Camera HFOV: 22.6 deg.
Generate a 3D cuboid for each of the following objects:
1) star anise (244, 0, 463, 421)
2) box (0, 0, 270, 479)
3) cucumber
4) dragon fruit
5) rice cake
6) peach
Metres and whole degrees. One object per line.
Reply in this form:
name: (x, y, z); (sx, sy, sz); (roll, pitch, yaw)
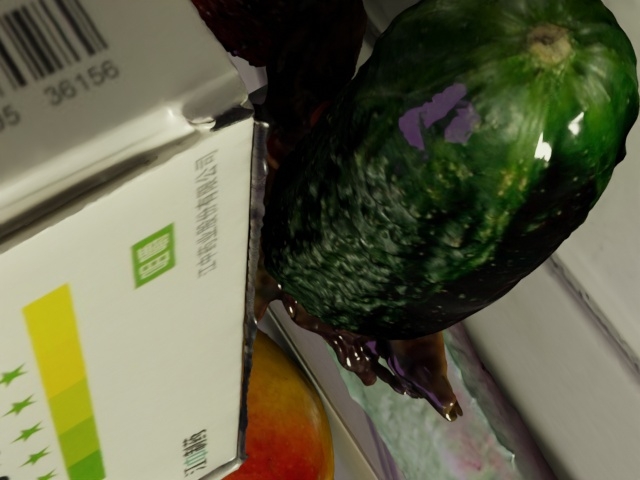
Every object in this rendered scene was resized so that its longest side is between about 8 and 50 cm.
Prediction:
star anise: (0.003, -0.002, 0.600); (0.157, 0.053, 0.212); (56, 146, -1)
box: (-0.129, 0.016, 0.547); (0.145, 0.173, 0.333); (54, 163, 18)
cucumber: (0.030, -0.015, 0.425); (0.074, 0.074, 0.241); (60, 169, 2)
dragon fruit: (-0.036, -0.121, 0.608); (0.097, 0.063, 0.131); (32, 170, -14)
rice cake: (0.048, 0.051, 0.663); (0.290, 0.051, 0.081); (58, 138, 13)
peach: (-0.126, 0.196, 1.436); (0.289, 0.289, 0.308); (61, 178, -4)
